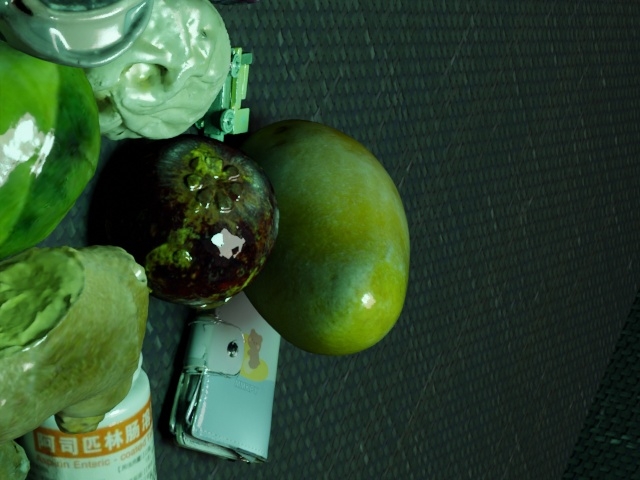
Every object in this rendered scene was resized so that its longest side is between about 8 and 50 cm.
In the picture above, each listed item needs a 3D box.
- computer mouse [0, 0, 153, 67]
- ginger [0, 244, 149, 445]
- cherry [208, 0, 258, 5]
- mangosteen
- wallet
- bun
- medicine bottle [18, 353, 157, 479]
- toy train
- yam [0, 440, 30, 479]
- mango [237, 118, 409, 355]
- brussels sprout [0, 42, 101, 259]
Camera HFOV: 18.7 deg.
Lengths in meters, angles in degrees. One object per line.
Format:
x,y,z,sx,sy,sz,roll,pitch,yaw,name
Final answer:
-0.264,-0.287,1.689,0.199,0.389,0.115,-10,148,-27,computer mouse
-0.259,0.111,1.794,0.275,0.130,0.221,-42,149,-22,ginger
-0.134,-0.356,1.900,0.218,0.296,0.255,-51,-165,17,cherry
-0.146,-0.007,2.118,0.192,0.192,0.217,-58,178,-37,mangosteen
-0.111,0.144,2.341,0.170,0.069,0.231,28,64,-52,wallet
-0.198,-0.172,1.863,0.231,0.231,0.133,65,33,-50,bun
-0.243,0.186,2.010,0.144,0.144,0.252,-37,131,-54,medicine bottle
-0.109,-0.173,2.243,0.081,0.050,0.122,-15,113,-66,toy train
-0.372,0.178,1.830,0.317,0.067,0.071,47,38,-60,yam
0.000,0.000,2.218,0.199,0.384,0.221,26,106,-30,mango
-0.301,-0.087,1.731,0.271,0.210,0.219,28,79,-79,brussels sprout
